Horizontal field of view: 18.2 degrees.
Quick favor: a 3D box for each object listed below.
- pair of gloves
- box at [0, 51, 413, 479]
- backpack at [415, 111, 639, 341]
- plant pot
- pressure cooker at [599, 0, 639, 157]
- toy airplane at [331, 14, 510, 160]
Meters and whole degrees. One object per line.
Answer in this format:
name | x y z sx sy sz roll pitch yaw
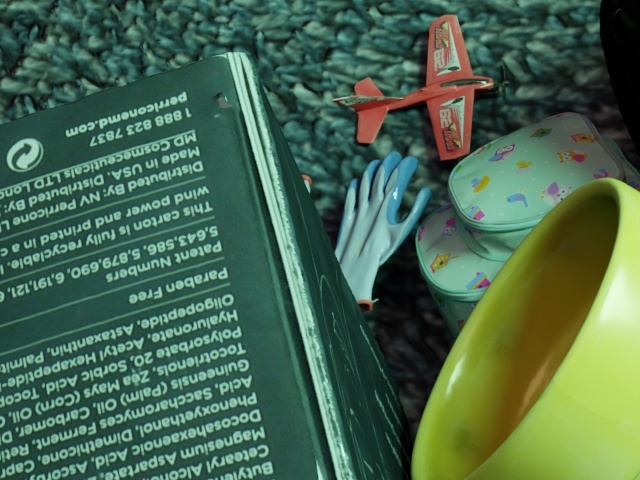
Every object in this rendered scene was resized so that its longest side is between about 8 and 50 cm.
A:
pair of gloves | 0.000 0.000 1.598 0.198 0.023 0.159 -12 48 37
box | -0.076 0.230 1.255 0.297 0.480 0.472 -19 57 4
backpack | 0.166 0.002 1.526 0.188 0.144 0.166 -31 31 5
plant pot | 0.226 0.122 1.345 0.239 0.254 0.254 30 66 -10
pressure cooker | 0.455 -0.137 1.427 0.420 0.375 0.370 -29 73 -5
toy airplane | 0.086 -0.120 1.690 0.151 0.028 0.151 -6 57 10
